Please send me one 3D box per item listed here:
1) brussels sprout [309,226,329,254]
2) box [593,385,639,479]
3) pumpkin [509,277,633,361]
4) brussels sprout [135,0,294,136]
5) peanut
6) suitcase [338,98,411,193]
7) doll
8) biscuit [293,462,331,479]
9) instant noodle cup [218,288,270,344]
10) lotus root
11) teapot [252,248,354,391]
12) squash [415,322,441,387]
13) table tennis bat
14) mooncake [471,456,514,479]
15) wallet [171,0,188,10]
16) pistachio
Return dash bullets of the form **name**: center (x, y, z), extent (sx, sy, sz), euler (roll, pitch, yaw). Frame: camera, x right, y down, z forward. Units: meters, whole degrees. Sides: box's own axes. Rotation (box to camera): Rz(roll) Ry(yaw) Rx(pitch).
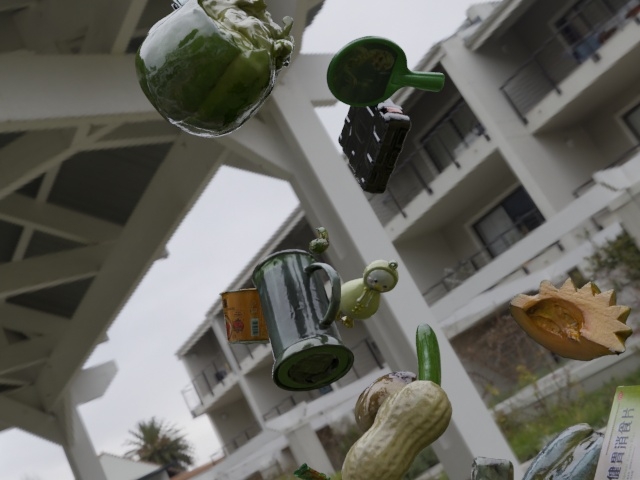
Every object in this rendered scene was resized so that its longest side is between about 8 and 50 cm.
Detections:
- **brussels sprout**: center (0.001, 0.000, 1.909), extent (0.046, 0.051, 0.083), euler (113, 176, -57)
- **box**: center (0.617, 0.396, 1.323), extent (0.175, 0.062, 0.260), euler (-29, 32, 60)
- **pumpkin**: center (0.554, 0.173, 1.521), extent (0.130, 0.254, 0.149), euler (-53, -39, -20)
- **brussels sprout**: center (-0.226, -0.383, 1.498), extent (0.315, 0.276, 0.371), euler (-39, 20, 36)
- **peanut**: center (0.134, 0.364, 1.292), extent (0.257, 0.123, 0.123), euler (-47, -15, -5)
- **suitcase**: center (0.125, -0.262, 1.722), extent (0.066, 0.285, 0.206), euler (8, -59, -19)
- **doll**: center (0.140, 0.156, 2.152), extent (0.296, 0.141, 0.117), euler (-49, 11, 41)
- **biscuit**: center (-0.020, 0.566, 1.694), extent (0.089, 0.016, 0.046), euler (36, -67, -29)
- **instant noodle cup**: center (-0.221, 0.249, 2.295), extent (0.216, 0.172, 0.216), euler (-3, -10, 0)
- **lotus root**: center (0.540, 0.555, 1.592), extent (0.322, 0.158, 0.140), euler (-44, -51, -5)
- **teapot**: center (-0.042, 0.166, 1.752), extent (0.200, 0.337, 0.270), euler (13, -49, -34)
- **squash**: center (0.365, 0.420, 2.370), extent (0.082, 0.292, 0.082), euler (-1, -22, 0)
- **table tennis bat**: center (0.136, -0.333, 1.427), extent (0.257, 0.039, 0.160), euler (2, -45, -22)
- **mooncake**: center (0.503, 0.702, 2.064), extent (0.125, 0.130, 0.073), euler (10, -20, 0)
- **wallet**: center (-0.236, -0.610, 1.710), extent (0.250, 0.176, 0.075), euler (-27, -50, -9)
- **pistachio**: center (0.183, 0.434, 1.881), extent (0.210, 0.165, 0.130), euler (-49, -40, -16)
